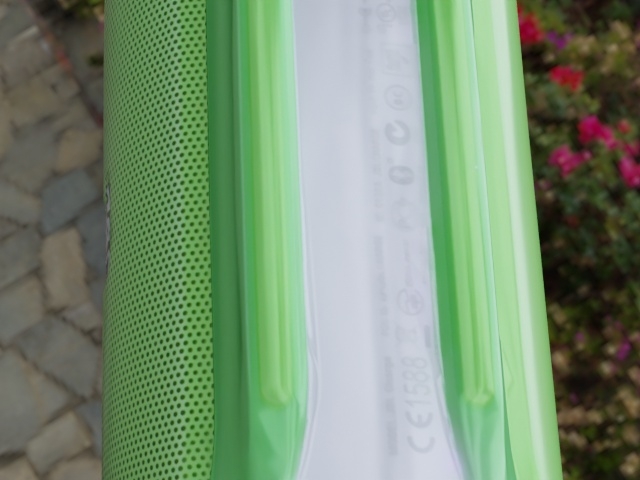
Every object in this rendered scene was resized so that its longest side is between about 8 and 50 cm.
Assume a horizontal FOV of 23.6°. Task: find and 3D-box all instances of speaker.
[{"bbox_3d":[0.000,0.000,0.419,0.131,0.131,0.296,66,20,-69],"label":"speaker"}]
